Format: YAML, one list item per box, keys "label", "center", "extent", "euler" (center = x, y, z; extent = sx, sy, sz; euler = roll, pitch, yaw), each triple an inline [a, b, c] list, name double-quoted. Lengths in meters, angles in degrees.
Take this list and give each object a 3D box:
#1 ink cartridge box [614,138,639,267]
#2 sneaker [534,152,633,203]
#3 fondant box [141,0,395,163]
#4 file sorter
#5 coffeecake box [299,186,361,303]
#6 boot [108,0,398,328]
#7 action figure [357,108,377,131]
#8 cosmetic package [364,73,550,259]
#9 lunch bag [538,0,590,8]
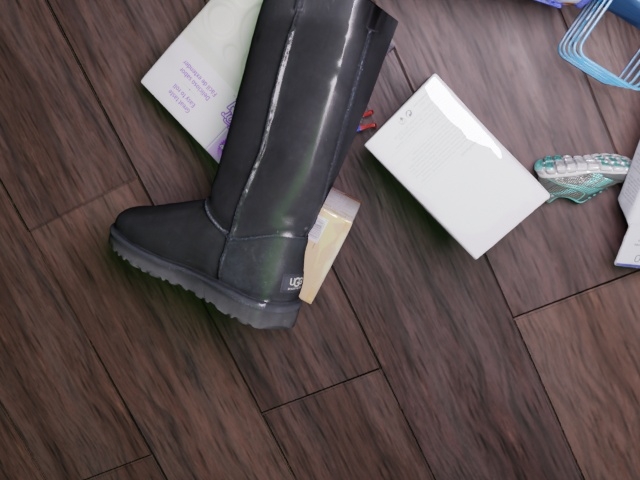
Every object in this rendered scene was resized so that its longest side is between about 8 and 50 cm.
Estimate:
- label: "ink cartridge box"
  center: [0.623, -0.102, 0.928]
  extent: [0.324, 0.071, 0.330]
  euler: [5, 122, -2]
- label: "sneaker"
  center: [0.423, -0.094, 1.012]
  extent: [0.166, 0.065, 0.076]
  euler: [1, 120, 12]
- label: "fondant box"
  center: [-0.083, -0.282, 1.011]
  extent: [0.330, 0.096, 0.238]
  euler: [-42, 94, 19]
- label: "file sorter"
  center: [0.420, -0.284, 0.903]
  extent: [0.118, 0.170, 0.104]
  euler: [32, 110, 0]
- label: "coffeecake box"
  center: [0.000, 0.000, 1.025]
  extent: [0.068, 0.185, 0.142]
  euler: [27, 105, 1]
- label: "boot"
  center: [-0.119, -0.147, 0.920]
  extent: [0.367, 0.146, 0.445]
  euler: [22, 103, 29]
- label: "action figure"
  center: [0.035, -0.185, 1.058]
  extent: [0.115, 0.030, 0.038]
  euler: [-13, 96, 16]
- label: "cosmetic package"
  center: [0.194, -0.117, 0.948]
  extent: [0.225, 0.224, 0.138]
  euler: [44, 105, -3]
- label: "lunch bag"
  center: [0.257, -0.498, 0.747]
  extent: [0.328, 0.239, 0.385]
  euler: [9, 117, -17]
